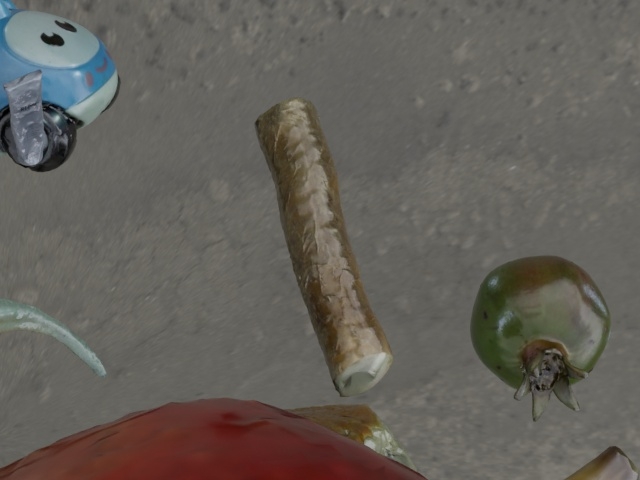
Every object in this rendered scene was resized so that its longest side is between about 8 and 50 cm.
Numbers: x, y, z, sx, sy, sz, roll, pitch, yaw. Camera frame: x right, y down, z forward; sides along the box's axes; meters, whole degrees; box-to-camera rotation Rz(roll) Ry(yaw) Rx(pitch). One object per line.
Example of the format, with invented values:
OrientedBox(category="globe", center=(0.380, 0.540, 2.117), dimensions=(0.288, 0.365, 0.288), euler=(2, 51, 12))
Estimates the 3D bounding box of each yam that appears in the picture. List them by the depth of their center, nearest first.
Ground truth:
OrientedBox(category="yam", center=(0.000, 0.000, 1.202), dimensions=(0.066, 0.066, 0.299), euler=(-7, 60, -15))

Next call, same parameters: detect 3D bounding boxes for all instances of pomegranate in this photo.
OrientedBox(category="pomegranate", center=(0.279, 0.123, 1.670), dimensions=(0.182, 0.224, 0.181), euler=(0, 120, 0))

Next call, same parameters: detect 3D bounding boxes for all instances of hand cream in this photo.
OrientedBox(category="hand cream", center=(-0.216, -0.087, 0.985), dimensions=(0.030, 0.093, 0.019), euler=(-25, 62, -24))

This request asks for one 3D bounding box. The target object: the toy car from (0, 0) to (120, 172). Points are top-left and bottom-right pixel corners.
OrientedBox(category="toy car", center=(-0.357, -0.177, 1.466), dimensions=(0.255, 0.188, 0.190), euler=(-10, 117, 21))

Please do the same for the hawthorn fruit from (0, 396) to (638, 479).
OrientedBox(category="hawthorn fruit", center=(-0.016, 0.175, 0.434), dimensions=(0.330, 0.287, 0.287), euler=(-38, 92, -14))

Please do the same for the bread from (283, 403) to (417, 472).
OrientedBox(category="bread", center=(-0.028, 0.290, 1.310), dimensions=(0.279, 0.250, 0.224), euler=(-15, 98, 14))

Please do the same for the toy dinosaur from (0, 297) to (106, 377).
OrientedBox(category="toy dinosaur", center=(-0.330, 0.038, 1.144), dimensions=(0.092, 0.393, 0.205), euler=(16, 73, 35))
